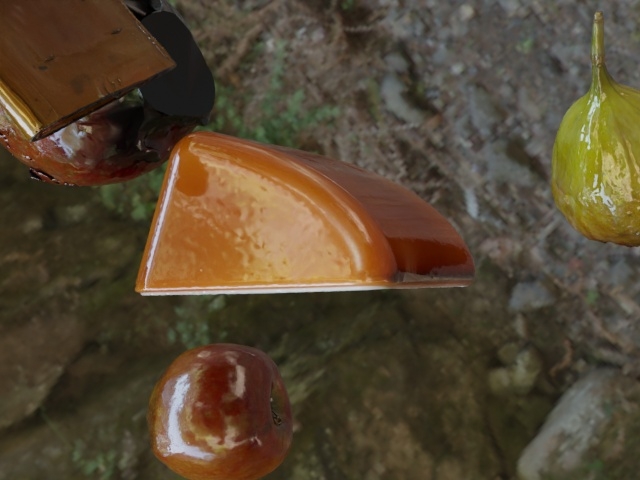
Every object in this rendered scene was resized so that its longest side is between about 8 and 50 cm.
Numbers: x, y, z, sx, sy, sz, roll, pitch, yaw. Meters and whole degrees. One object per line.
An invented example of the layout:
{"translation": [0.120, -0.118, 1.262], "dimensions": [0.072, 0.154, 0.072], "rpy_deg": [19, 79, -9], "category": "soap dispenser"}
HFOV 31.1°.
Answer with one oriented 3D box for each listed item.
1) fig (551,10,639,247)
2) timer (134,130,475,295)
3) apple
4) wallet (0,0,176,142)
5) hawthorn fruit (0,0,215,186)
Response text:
{"translation": [0.311, -0.120, 1.210], "dimensions": [0.159, 0.159, 0.257], "rpy_deg": [22, 140, 49], "category": "fig"}
{"translation": [0.000, 0.000, 1.098], "dimensions": [0.250, 0.161, 0.257], "rpy_deg": [14, -175, 26], "category": "timer"}
{"translation": [-0.159, 0.272, 1.797], "dimensions": [0.230, 0.230, 0.230], "rpy_deg": [40, 156, 23], "category": "apple"}
{"translation": [-0.238, -0.177, 1.018], "dimensions": [0.161, 0.195, 0.042], "rpy_deg": [49, 129, -1], "category": "wallet"}
{"translation": [-0.289, -0.206, 1.506], "dimensions": [0.316, 0.316, 0.316], "rpy_deg": [40, 156, 23], "category": "hawthorn fruit"}
